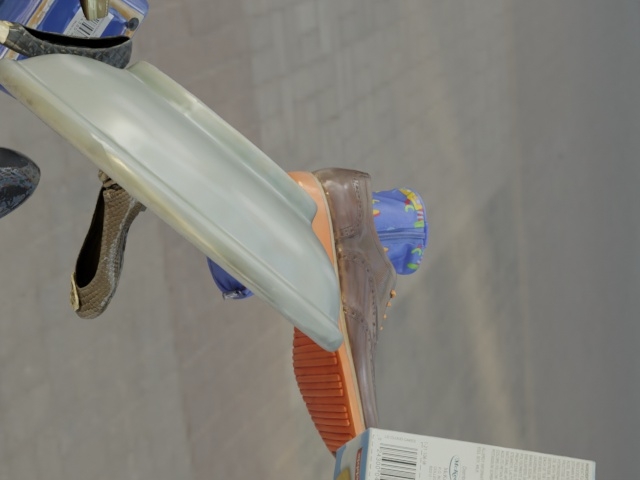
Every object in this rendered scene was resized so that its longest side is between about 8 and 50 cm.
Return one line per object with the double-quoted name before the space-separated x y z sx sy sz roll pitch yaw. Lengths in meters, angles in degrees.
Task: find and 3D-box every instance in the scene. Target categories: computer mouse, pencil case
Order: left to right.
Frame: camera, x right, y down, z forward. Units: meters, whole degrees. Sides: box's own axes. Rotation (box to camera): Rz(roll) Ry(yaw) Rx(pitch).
"computer mouse" -0.474 -0.045 1.924 0.272 0.188 0.072 -42 135 -30
"pencil case" 0.000 0.000 1.936 0.306 0.133 0.119 -7 105 -34

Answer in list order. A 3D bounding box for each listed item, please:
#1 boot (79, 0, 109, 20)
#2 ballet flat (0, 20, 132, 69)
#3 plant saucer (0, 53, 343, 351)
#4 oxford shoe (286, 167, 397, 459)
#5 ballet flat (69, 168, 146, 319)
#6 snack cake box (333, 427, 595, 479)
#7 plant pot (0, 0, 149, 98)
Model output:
"boot" -0.188 -0.343 1.678 0.077 0.165 0.213 -124 -144 -49
"ballet flat" -0.297 -0.228 1.719 0.049 0.173 0.057 -66 -147 24
"plant saucer" -0.112 -0.059 1.375 0.100 0.400 0.400 -50 154 -3
"oxford shoe" 0.041 0.091 1.796 0.133 0.130 0.363 -10 94 -29
"ballet flat" -0.244 -0.005 1.683 0.250 0.058 0.084 -60 -140 40
"snack cake box" 0.079 0.259 0.930 0.089 0.152 0.264 130 -31 -67
"plant pot" -0.380 -0.300 1.994 0.236 0.212 0.236 -56 143 2
